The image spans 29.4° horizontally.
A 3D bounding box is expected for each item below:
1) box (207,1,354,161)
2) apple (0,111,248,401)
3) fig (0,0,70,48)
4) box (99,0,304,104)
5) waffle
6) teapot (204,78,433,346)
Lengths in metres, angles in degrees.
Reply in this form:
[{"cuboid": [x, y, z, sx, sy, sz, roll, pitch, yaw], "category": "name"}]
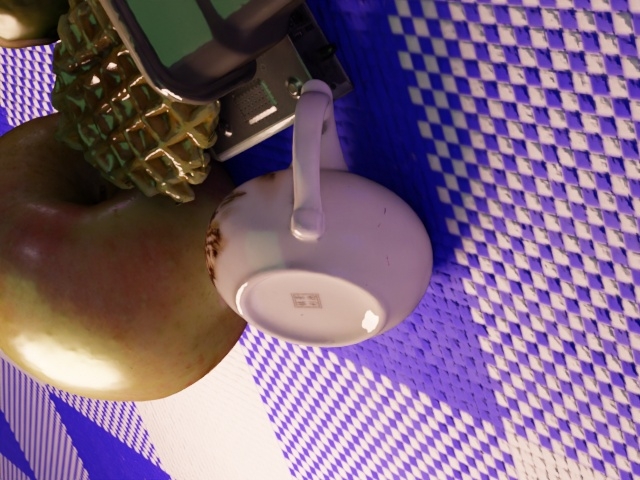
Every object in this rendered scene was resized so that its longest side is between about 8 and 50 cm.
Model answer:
[{"cuboid": [-0.101, -0.216, 1.098, 0.211, 0.045, 0.270, -20, 102, 49], "category": "box"}, {"cuboid": [-0.222, 0.022, 1.317, 0.319, 0.319, 0.277, 41, 153, 29], "category": "apple"}, {"cuboid": [-0.353, -0.278, 1.240, 0.206, 0.275, 0.206, 41, 148, 32], "category": "fig"}, {"cuboid": [-0.097, -0.260, 0.943, 0.178, 0.138, 0.274, -26, 99, 35], "category": "box"}, {"cuboid": [-0.177, -0.142, 1.143, 0.208, 0.054, 0.214, 30, 127, 30], "category": "waffle"}, {"cuboid": [0.000, 0.000, 1.086, 0.204, 0.139, 0.298, 8, 146, 4], "category": "teapot"}]
